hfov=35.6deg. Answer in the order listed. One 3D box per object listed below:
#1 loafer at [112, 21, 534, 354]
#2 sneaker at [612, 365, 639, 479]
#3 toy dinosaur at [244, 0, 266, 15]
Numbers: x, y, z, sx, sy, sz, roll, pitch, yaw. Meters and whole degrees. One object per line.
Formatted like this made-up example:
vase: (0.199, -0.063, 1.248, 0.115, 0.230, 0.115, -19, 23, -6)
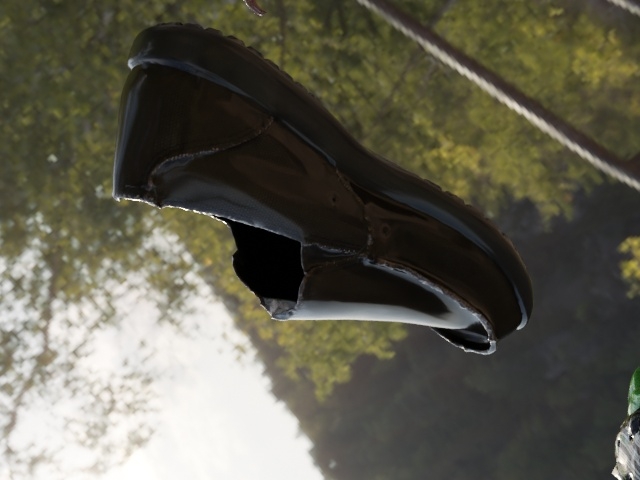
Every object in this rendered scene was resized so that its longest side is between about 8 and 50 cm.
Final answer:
loafer: (0.000, 0.000, 0.415, 0.220, 0.078, 0.080, 33, 167, -30)
sneaker: (0.209, 0.143, 0.526, 0.146, 0.134, 0.343, 61, -168, 1)
toy dinosaur: (-0.032, -0.175, 0.493, 0.047, 0.082, 0.090, 41, 173, 38)
